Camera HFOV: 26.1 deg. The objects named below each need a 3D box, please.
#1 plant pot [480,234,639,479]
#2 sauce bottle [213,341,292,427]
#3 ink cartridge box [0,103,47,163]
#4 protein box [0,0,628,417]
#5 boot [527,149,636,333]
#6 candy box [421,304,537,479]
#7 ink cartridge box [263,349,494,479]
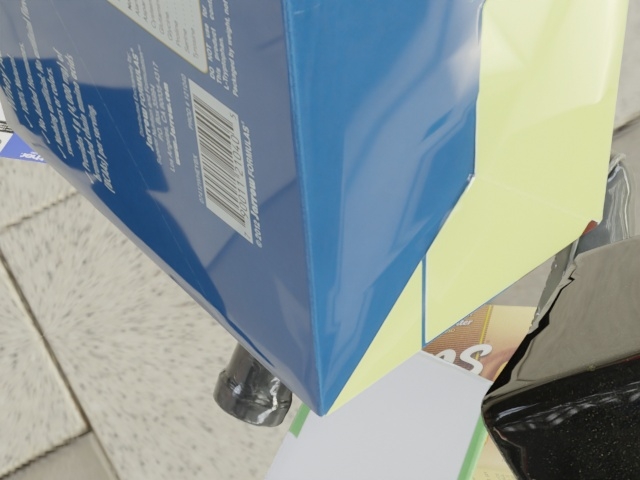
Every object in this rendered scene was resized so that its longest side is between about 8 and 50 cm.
[{"bbox_3d":[0.209,0.081,0.613,0.167,0.187,0.188,-30,96,31],"label":"plant pot"},{"bbox_3d":[0.000,0.000,1.204,0.111,0.111,0.344,20,107,-9],"label":"sauce bottle"},{"bbox_3d":[-0.420,-0.151,1.807,0.207,0.097,0.046,7,63,-30],"label":"ink cartridge box"},{"bbox_3d":[-0.018,-0.094,0.458,0.136,0.200,0.201,-32,51,-25],"label":"protein box"},{"bbox_3d":[0.274,0.049,1.020,0.208,0.076,0.190,19,97,23],"label":"boot"},{"bbox_3d":[0.146,0.152,1.269,0.088,0.316,0.183,59,46,-36],"label":"candy box"},{"bbox_3d":[0.004,0.226,0.901,0.117,0.278,0.201,22,43,6],"label":"ink cartridge box"}]
